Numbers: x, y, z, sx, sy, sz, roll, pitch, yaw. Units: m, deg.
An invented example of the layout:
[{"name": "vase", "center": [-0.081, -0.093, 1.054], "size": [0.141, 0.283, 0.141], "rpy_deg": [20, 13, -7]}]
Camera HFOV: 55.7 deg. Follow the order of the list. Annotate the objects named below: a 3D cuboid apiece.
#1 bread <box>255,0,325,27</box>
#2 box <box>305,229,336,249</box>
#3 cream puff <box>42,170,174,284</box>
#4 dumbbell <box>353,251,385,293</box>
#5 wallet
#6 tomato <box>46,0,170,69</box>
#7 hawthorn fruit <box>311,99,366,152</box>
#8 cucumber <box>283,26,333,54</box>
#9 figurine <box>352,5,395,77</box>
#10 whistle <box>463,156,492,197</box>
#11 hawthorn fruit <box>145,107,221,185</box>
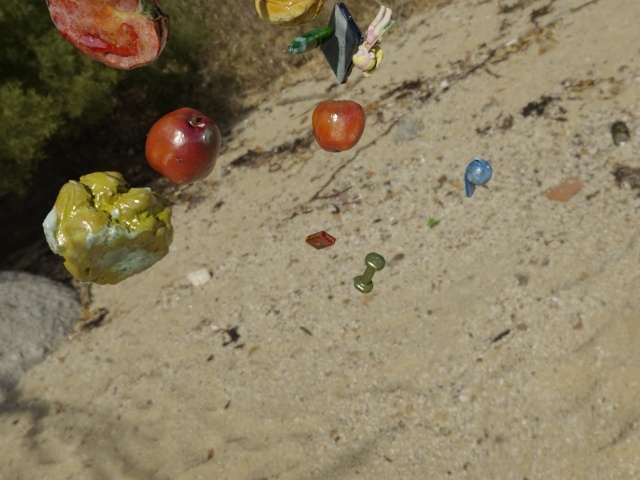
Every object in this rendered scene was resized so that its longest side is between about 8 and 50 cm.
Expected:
[{"name": "bread", "center": [-0.084, -0.727, 1.788], "size": [0.198, 0.120, 0.236], "rpy_deg": [14, 65, 32]}, {"name": "box", "center": [0.000, 0.000, 1.740], "size": [0.082, 0.051, 0.023], "rpy_deg": [-19, 44, 53]}, {"name": "cream puff", "center": [-0.630, -0.055, 1.802], "size": [0.378, 0.276, 0.378], "rpy_deg": [-23, -25, -11]}, {"name": "dumbbell", "center": [0.118, 0.080, 1.472], "size": [0.046, 0.052, 0.118], "rpy_deg": [-52, -10, -40]}, {"name": "wallet", "center": [0.065, -0.626, 1.925], "size": [0.036, 0.167, 0.222], "rpy_deg": [-21, -16, -23]}, {"name": "tomato", "center": [-0.536, -0.608, 1.588], "size": [0.308, 0.309, 0.170], "rpy_deg": [-20, 30, 28]}, {"name": "hawthorn fruit", "center": [0.041, -0.251, 1.326], "size": [0.128, 0.128, 0.128], "rpy_deg": [-26, 16, 8]}, {"name": "cucumber", "center": [-0.028, -0.592, 1.792], "size": [0.056, 0.056, 0.250], "rpy_deg": [-13, 22, 44]}, {"name": "figurine", "center": [0.148, -0.539, 1.649], "size": [0.083, 0.083, 0.187], "rpy_deg": [-88, 20, -72]}, {"name": "whistle", "center": [0.496, -0.199, 1.896], "size": [0.090, 0.158, 0.090], "rpy_deg": [-10, 45, 10]}, {"name": "hawthorn fruit", "center": [-0.333, -0.240, 1.487], "size": [0.185, 0.185, 0.202], "rpy_deg": [-43, -3, -40]}]
